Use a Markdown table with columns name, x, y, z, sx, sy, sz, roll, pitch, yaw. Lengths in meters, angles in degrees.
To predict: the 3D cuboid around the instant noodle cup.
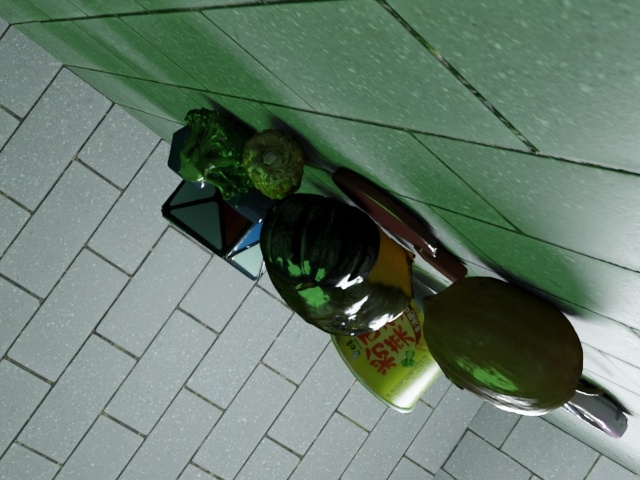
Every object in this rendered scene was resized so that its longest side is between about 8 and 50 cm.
| name | x | y | z | sx | sy | sz | roll | pitch | yaw |
| --- | --- | --- | --- | --- | --- | --- | --- | --- | --- |
| instant noodle cup | 0.200 | 0.236 | 2.265 | 0.311 | 0.221 | 0.311 | 42 | -165 | -15 |

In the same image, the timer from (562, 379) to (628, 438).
| name | x | y | z | sx | sy | sz | roll | pitch | yaw |
| --- | --- | --- | --- | --- | --- | --- | --- | --- | --- |
| timer | 0.600 | 0.368 | 2.103 | 0.191 | 0.069 | 0.208 | 31 | 173 | 43 |

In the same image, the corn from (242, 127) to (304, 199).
| name | x | y | z | sx | sy | sz | roll | pitch | yaw |
| --- | --- | --- | --- | --- | --- | --- | --- | --- | --- |
| corn | -0.081 | -0.134 | 1.659 | 0.115 | 0.115 | 0.318 | 35 | 176 | 1 |

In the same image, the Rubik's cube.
| name | x | y | z | sx | sy | sz | roll | pitch | yaw |
| --- | --- | --- | --- | --- | --- | --- | --- | --- | --- |
| Rubik's cube | -0.221 | -0.073 | 2.409 | 0.248 | 0.250 | 0.246 | 36 | 176 | 24 |

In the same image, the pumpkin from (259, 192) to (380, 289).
| name | x | y | z | sx | sy | sz | roll | pitch | yaw |
| --- | --- | --- | --- | --- | --- | --- | --- | --- | --- |
| pumpkin | 0.000 | 0.000 | 1.650 | 0.221 | 0.161 | 0.220 | 16 | -173 | -2 |

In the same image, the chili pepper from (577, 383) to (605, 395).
| name | x | y | z | sx | sy | sz | roll | pitch | yaw |
| --- | --- | --- | --- | --- | --- | --- | --- | --- | --- |
| chili pepper | 0.384 | 0.229 | 1.843 | 0.338 | 0.134 | 0.131 | 33 | 162 | 42 |

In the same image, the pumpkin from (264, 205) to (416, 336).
| name | x | y | z | sx | sy | sz | roll | pitch | yaw |
| --- | --- | --- | --- | --- | --- | --- | --- | --- | --- |
| pumpkin | 0.028 | 0.056 | 1.912 | 0.303 | 0.256 | 0.225 | 7 | 152 | 48 |

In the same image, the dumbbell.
| name | x | y | z | sx | sy | sz | roll | pitch | yaw |
| --- | --- | --- | --- | --- | --- | --- | --- | --- | --- |
| dumbbell | -0.209 | -0.160 | 2.082 | 0.144 | 0.160 | 0.325 | -2 | -158 | -40 |

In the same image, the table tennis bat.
| name | x | y | z | sx | sy | sz | roll | pitch | yaw |
| --- | --- | --- | --- | --- | --- | --- | --- | --- | --- |
| table tennis bat | 0.139 | -0.023 | 1.607 | 0.310 | 0.038 | 0.200 | 38 | 177 | -24 |

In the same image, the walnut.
| name | x | y | z | sx | sy | sz | roll | pitch | yaw |
| --- | --- | --- | --- | --- | --- | --- | --- | --- | --- |
| walnut | 0.290 | 0.158 | 1.503 | 0.298 | 0.203 | 0.203 | 34 | 176 | 31 |

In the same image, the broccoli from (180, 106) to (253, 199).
| name | x | y | z | sx | sy | sz | roll | pitch | yaw |
| --- | --- | --- | --- | --- | --- | --- | --- | --- | --- |
| broccoli | -0.202 | -0.177 | 1.857 | 0.195 | 0.156 | 0.195 | 29 | 130 | 40 |
